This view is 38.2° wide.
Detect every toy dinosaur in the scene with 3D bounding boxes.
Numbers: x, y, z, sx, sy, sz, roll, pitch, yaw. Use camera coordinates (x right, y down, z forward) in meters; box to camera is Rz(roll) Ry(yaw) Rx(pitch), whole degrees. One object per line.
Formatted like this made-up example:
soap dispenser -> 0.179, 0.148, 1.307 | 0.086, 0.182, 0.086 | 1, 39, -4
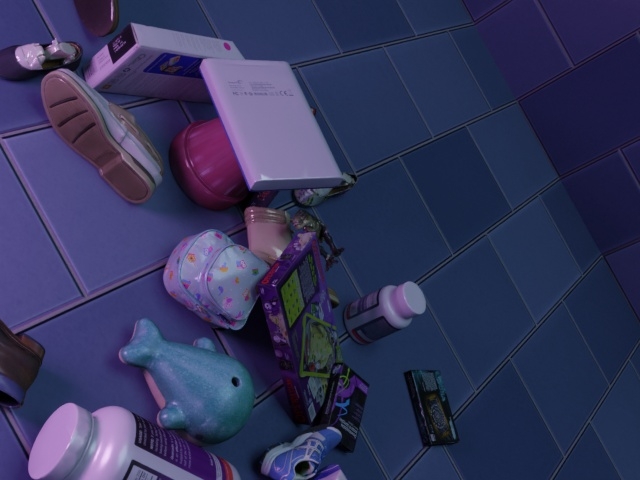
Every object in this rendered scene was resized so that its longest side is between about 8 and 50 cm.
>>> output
toy dinosaur -> 0.000, 0.000, 2.071 | 0.118, 0.064, 0.268 | 54, -1, 14

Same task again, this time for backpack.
backpack -> -0.204, 0.072, 1.816 | 0.188, 0.144, 0.166 | 37, 68, -17

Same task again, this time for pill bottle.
pill bottle -> -0.293, 0.383, 1.477 | 0.323, 0.181, 0.181 | 36, 43, -30
pill bottle -> 0.153, 0.166, 2.160 | 0.108, 0.180, 0.108 | 29, 47, -36

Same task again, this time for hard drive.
hard drive -> -0.103, -0.241, 1.899 | 0.210, 0.040, 0.318 | -5, 58, -34

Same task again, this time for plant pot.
plant pot -> -0.192, -0.189, 1.983 | 0.201, 0.180, 0.201 | 30, 45, -36

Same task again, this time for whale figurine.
whale figurine -> -0.231, 0.247, 1.675 | 0.272, 0.141, 0.216 | 46, 39, -18

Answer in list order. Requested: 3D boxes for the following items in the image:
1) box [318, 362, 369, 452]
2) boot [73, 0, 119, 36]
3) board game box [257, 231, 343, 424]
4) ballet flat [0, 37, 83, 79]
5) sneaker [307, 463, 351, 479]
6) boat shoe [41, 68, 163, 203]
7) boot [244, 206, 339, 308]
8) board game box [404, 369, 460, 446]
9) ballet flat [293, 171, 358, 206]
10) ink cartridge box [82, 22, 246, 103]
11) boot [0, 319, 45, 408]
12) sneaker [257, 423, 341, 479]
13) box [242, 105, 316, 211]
box -> 0.051, 0.360, 1.989 | 0.116, 0.029, 0.162 | 45, 51, -42
boot -> -0.465, -0.562, 1.975 | 0.115, 0.112, 0.305 | 15, 53, -57
board game box -> -0.033, 0.181, 1.908 | 0.208, 0.056, 0.347 | -49, 134, -49
ballet flat -> -0.536, -0.354, 1.772 | 0.203, 0.074, 0.074 | -21, 84, -54
sneaker -> 0.085, 0.573, 1.872 | 0.315, 0.127, 0.182 | 61, 32, -11
boat shoe -> -0.419, -0.213, 1.794 | 0.302, 0.113, 0.103 | 56, 34, -25
boot -> -0.066, 0.044, 2.058 | 0.262, 0.095, 0.203 | 22, 50, -38
board game box -> 0.275, 0.411, 2.275 | 0.126, 0.026, 0.186 | 10, 59, -47
ballet flat -> 0.019, -0.139, 2.289 | 0.221, 0.079, 0.077 | -19, 82, -53
ink cartridge box -> -0.304, -0.368, 1.970 | 0.371, 0.176, 0.069 | 0, 66, -51
boot -> -0.527, 0.172, 1.421 | 0.219, 0.082, 0.106 | 36, 40, -33
sneaker -> -0.027, 0.431, 1.832 | 0.081, 0.080, 0.211 | 30, 32, 33
box -> -0.092, -0.175, 2.048 | 0.044, 0.233, 0.159 | 25, 47, -15
